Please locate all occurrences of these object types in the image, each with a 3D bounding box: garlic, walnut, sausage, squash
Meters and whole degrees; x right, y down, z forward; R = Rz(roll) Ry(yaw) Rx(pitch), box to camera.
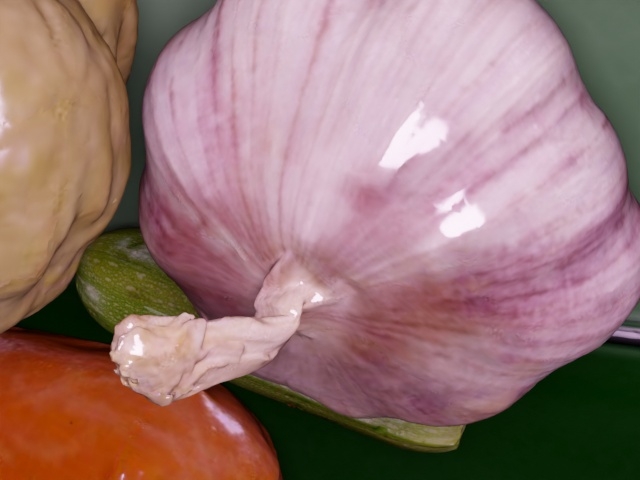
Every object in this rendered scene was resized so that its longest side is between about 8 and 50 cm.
[{"bbox_3d":[0.000,0.000,0.879,0.245,0.253,0.245,20,129,26],"label":"garlic"},{"bbox_3d":[-0.218,-0.072,0.920,0.253,0.282,0.277,23,135,-15],"label":"walnut"},{"bbox_3d":[-0.141,0.137,1.115,0.268,0.141,0.153,12,127,23],"label":"sausage"},{"bbox_3d":[-0.027,0.051,1.047,0.229,0.066,0.066,21,130,11],"label":"squash"}]
